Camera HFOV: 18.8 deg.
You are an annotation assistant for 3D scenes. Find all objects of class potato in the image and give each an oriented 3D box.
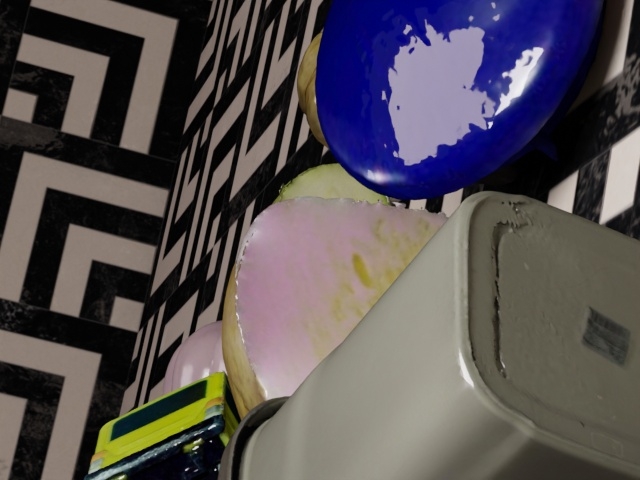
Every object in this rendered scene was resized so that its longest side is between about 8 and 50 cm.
[{"bbox_3d":[0.017,0.097,1.441,0.266,0.229,0.229,117,164,-62],"label":"potato"}]

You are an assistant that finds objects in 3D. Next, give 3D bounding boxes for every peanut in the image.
[{"bbox_3d":[0.026,-0.153,1.961,0.103,0.098,0.229,-31,21,5],"label":"peanut"}]

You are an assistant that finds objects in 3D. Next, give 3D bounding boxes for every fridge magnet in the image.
[{"bbox_3d":[0.101,-0.152,1.392,0.265,0.112,0.265,-24,53,37],"label":"fridge magnet"}]

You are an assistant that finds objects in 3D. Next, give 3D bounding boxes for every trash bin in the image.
[{"bbox_3d":[0.088,0.122,1.058,0.219,0.220,0.250,-88,25,-45],"label":"trash bin"}]

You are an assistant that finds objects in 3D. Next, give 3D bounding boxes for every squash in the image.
[{"bbox_3d":[0.000,0.000,1.859,0.187,0.123,0.123,132,151,-75],"label":"squash"}]

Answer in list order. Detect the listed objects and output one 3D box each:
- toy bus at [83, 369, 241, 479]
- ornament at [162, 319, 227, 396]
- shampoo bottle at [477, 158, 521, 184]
[{"bbox_3d":[-0.069,0.248,1.514,0.262,0.128,0.150,62,-173,-18],"label":"toy bus"},{"bbox_3d":[-0.060,0.157,1.785,0.177,0.177,0.177,-165,90,-79],"label":"ornament"},{"bbox_3d":[0.142,-0.147,1.487,0.063,0.057,0.208,104,179,-73],"label":"shampoo bottle"}]
